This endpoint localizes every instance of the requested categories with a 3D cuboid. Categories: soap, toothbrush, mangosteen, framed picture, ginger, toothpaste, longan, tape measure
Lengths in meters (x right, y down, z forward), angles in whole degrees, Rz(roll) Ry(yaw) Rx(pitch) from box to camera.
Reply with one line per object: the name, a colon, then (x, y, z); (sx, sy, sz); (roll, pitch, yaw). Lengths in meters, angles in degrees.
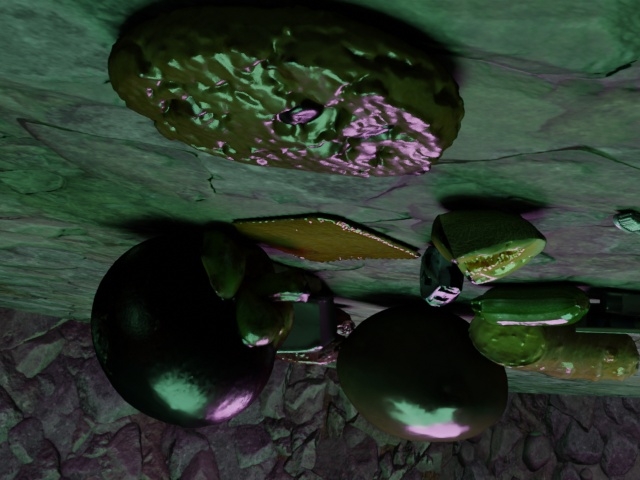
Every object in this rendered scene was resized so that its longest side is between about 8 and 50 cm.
soap: (-0.118, 0.159, 1.825); (0.285, 0.107, 0.296); (-1, 179, 5)
toothbrush: (0.439, 0.008, 1.170); (0.025, 0.020, 0.286); (-13, 157, 42)
mangosteen: (-0.202, 0.136, 1.506); (0.329, 0.330, 0.330); (7, 168, 1)
framed picture: (0.476, 0.127, 1.566); (0.109, 0.011, 0.149); (-1, -169, 16)
ginger: (0.449, 0.200, 1.840); (0.353, 0.126, 0.190); (14, 177, -17)
toothpaste: (0.570, 0.111, 1.532); (0.239, 0.039, 0.062); (6, -178, -2)
longan: (0.206, 0.266, 1.903); (0.349, 0.289, 0.288); (14, 168, 3)
tape measure: (0.173, 0.047, 1.347); (0.054, 0.091, 0.094); (6, 167, -12)

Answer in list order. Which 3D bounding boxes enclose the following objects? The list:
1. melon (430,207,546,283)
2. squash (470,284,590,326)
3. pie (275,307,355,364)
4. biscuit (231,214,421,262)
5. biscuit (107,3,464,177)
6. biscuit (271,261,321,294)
melon: (0.204, -0.005, 1.147); (0.128, 0.079, 0.160); (-15, 161, 14)
squash: (0.348, 0.108, 1.580); (0.219, 0.068, 0.077); (-4, 174, 42)
pie: (-0.025, 0.198, 2.042); (0.204, 0.054, 0.219); (0, -157, -2)
biscuit: (0.000, 0.000, 1.416); (0.232, 0.013, 0.236); (-2, 164, 40)
biscuit: (-0.029, -0.108, 0.780); (0.295, 0.075, 0.296); (7, 168, 2)
biscuit: (-0.180, 0.070, 1.786); (0.324, 0.044, 0.217); (-2, 167, 36)
